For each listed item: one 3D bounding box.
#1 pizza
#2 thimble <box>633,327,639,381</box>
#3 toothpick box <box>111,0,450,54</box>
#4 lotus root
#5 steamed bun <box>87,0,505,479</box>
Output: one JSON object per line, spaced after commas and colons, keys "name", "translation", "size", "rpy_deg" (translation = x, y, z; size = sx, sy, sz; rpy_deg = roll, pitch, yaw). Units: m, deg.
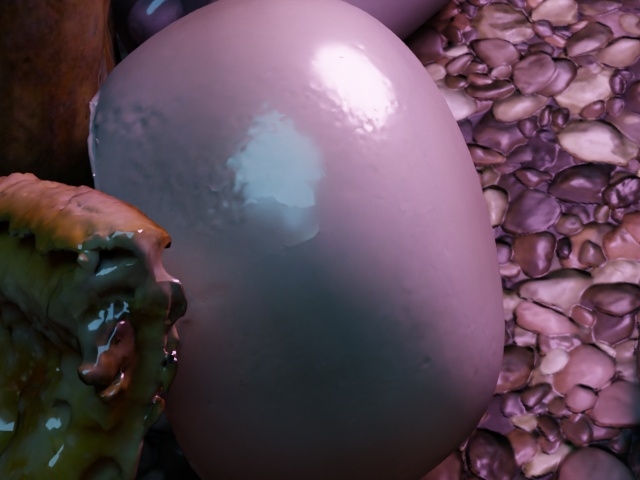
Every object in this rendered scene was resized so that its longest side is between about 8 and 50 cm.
{"name": "pizza", "translation": [-0.240, 0.116, 0.926], "size": [0.080, 0.435, 0.392], "rpy_deg": [11, 19, -37]}
{"name": "thimble", "translation": [0.261, 0.056, 1.035], "size": [0.102, 0.090, 0.115], "rpy_deg": [4, 54, 9]}
{"name": "toothpick box", "translation": [-0.025, -0.215, 1.188], "size": [0.229, 0.229, 0.316], "rpy_deg": [35, 63, 28]}
{"name": "lotus root", "translation": [-0.200, -0.077, 1.087], "size": [0.149, 0.260, 0.267], "rpy_deg": [-8, 22, -14]}
{"name": "steamed bun", "translation": [0.000, 0.000, 0.962], "size": [0.206, 0.324, 0.324], "rpy_deg": [-17, 52, 6]}
